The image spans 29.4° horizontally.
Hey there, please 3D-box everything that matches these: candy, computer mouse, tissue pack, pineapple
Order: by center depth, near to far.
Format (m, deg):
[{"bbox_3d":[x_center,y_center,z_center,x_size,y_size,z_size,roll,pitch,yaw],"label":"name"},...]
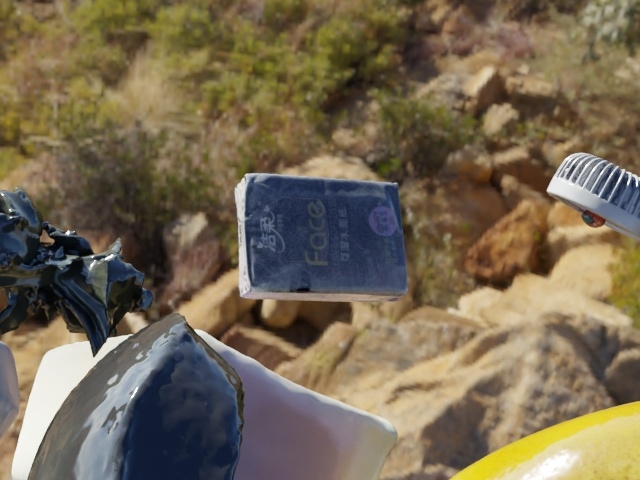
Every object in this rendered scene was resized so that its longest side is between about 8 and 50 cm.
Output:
[{"bbox_3d":[-0.117,0.170,0.625,0.087,0.168,0.295,21,55,-18],"label":"computer mouse"},{"bbox_3d":[-0.230,0.003,0.848,0.237,0.111,0.119,26,47,3],"label":"pineapple"},{"bbox_3d":[-0.117,0.183,1.057,0.208,0.359,0.145,29,70,-26],"label":"candy"},{"bbox_3d":[0.000,0.000,1.127,0.156,0.051,0.112,2,72,-19],"label":"tissue pack"}]

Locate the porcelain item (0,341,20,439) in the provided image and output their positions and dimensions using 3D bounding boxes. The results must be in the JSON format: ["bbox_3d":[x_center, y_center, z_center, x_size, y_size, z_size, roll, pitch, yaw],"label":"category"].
[{"bbox_3d":[-0.541,0.206,1.687,0.243,0.405,0.178,15,76,-5],"label":"porcelain item"}]

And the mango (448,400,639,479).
[{"bbox_3d":[0.217,0.204,0.862,0.317,0.211,0.173,-10,66,12],"label":"mango"}]

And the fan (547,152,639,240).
[{"bbox_3d":[0.381,-0.022,1.424,0.244,0.074,0.130,27,3,-9],"label":"fan"}]
